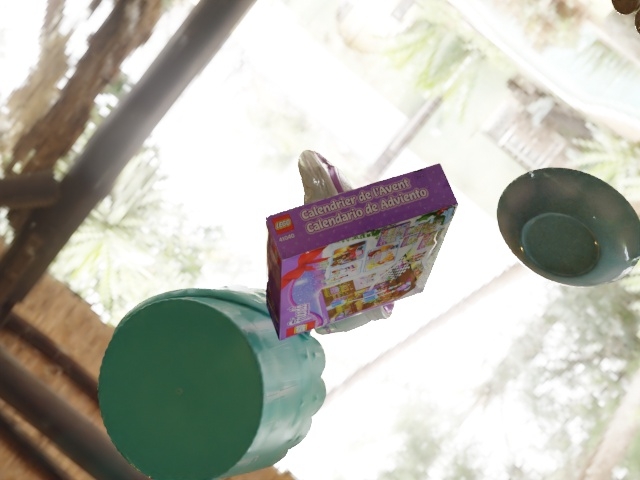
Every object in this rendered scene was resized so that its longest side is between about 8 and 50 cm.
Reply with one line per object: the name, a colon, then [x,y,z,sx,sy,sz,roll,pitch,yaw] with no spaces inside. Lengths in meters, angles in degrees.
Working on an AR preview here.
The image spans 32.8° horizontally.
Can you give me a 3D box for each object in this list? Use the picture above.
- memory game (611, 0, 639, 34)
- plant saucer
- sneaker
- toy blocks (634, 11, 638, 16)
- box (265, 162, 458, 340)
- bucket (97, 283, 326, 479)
memory game: [0.375,-0.296,1.147,0.012,0.186,0.186,-24,-124,-36]
plant saucer: [0.313,-0.005,1.397,0.195,0.195,0.037,39,-133,-3]
sneaker: [0.000,0.000,1.646,0.114,0.152,0.305,36,-149,-59]
toy blocks: [0.620,-0.270,1.522,0.261,0.191,0.381,55,-160,25]
box: [0.038,0.021,1.269,0.293,0.201,0.057,98,153,-68]
bucket: [-0.148,0.191,1.452,0.281,0.281,0.183,42,-168,17]
